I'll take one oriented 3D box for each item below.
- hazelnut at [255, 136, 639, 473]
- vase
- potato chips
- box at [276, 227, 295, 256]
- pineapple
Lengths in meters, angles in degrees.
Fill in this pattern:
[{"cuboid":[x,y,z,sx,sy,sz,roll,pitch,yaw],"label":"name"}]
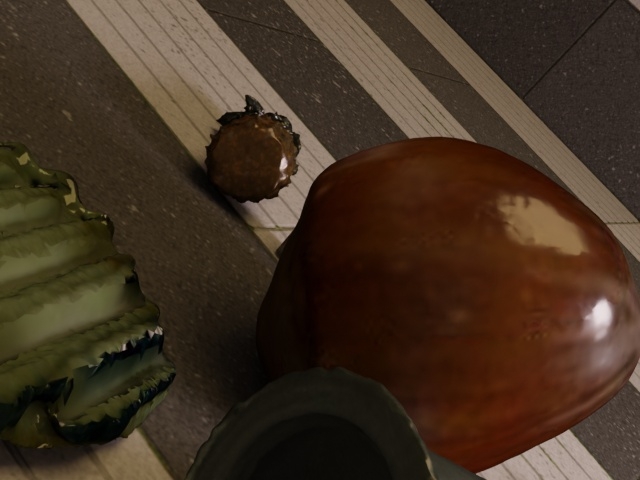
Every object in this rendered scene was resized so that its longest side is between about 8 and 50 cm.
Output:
[{"cuboid":[0.121,0.074,1.050,0.372,0.372,0.315,23,66,-40],"label":"hazelnut"},{"cuboid":[0.065,0.247,0.797,0.291,0.245,0.245,31,23,-43],"label":"vase"},{"cuboid":[-0.278,0.023,0.823,0.358,0.070,0.429,43,20,8],"label":"potato chips"},{"cuboid":[0.000,0.000,1.294,0.062,0.098,0.045,48,27,19],"label":"box"},{"cuboid":[-0.079,-0.121,1.389,0.237,0.111,0.119,-77,150,-76],"label":"pineapple"}]
